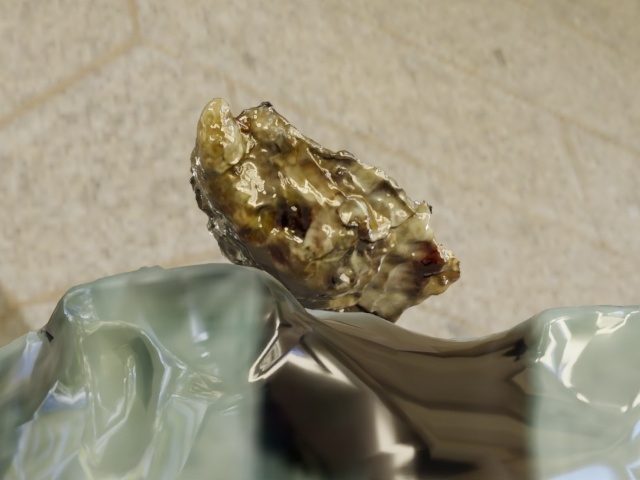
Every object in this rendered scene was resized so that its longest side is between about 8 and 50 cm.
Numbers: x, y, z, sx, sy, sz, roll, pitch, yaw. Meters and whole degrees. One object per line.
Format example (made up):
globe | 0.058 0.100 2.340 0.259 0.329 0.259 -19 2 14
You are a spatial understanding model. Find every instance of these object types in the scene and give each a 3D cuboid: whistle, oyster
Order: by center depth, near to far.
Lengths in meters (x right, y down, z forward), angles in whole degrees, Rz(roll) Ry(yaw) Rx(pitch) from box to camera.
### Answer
whistle | 0.041 0.101 0.409 0.405 0.168 0.188 -26 -44 30
oyster | -0.009 -0.002 0.835 0.103 0.051 0.148 -29 -64 34
